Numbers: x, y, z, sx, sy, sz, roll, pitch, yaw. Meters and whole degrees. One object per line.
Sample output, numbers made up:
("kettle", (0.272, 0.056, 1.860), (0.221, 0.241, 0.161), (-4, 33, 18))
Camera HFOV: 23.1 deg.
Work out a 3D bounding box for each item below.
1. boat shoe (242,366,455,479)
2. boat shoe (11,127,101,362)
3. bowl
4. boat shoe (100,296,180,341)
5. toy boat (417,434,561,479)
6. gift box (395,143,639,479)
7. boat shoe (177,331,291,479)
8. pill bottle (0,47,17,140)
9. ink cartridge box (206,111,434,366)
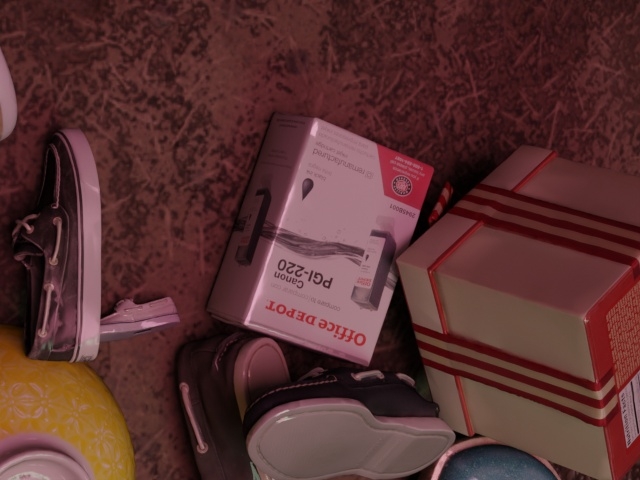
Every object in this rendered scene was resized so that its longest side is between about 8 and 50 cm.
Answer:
("boat shoe", (0.015, 0.173, 1.529), (0.114, 0.091, 0.302), (-44, 148, 16))
("boat shoe", (-0.240, 0.001, 1.414), (0.070, 0.078, 0.219), (2, 73, -25))
("bowl", (-0.280, 0.227, 1.398), (0.289, 0.156, 0.289), (-4, 98, -30))
("boat shoe", (-0.185, 0.073, 1.506), (0.100, 0.035, 0.035), (-11, 74, -24))
("toy boat", (0.248, 0.281, 1.707), (0.318, 0.148, 0.267), (-46, 115, -17))
("gift box", (0.249, 0.064, 1.605), (0.276, 0.258, 0.255), (-37, 129, -36))
("boat shoe", (-0.067, 0.247, 1.570), (0.112, 0.095, 0.335), (-32, 117, -52))
("pill bottle", (-0.400, -0.106, 1.292), (0.265, 0.153, 0.153), (-27, 109, -24))
("ink cartridge box", (0.000, 0.000, 1.566), (0.159, 0.092, 0.218), (21, 87, -30))
